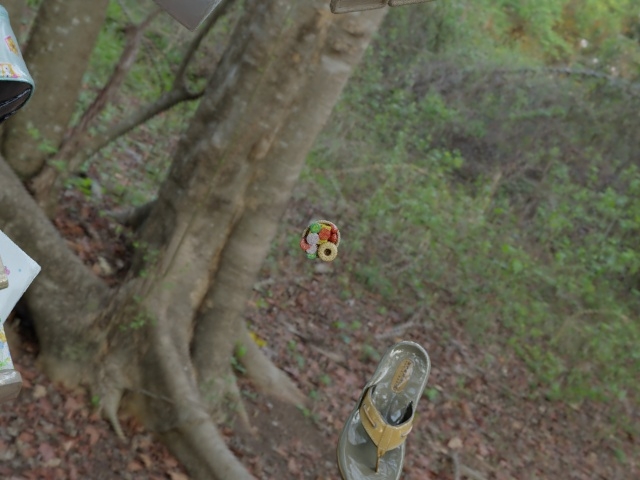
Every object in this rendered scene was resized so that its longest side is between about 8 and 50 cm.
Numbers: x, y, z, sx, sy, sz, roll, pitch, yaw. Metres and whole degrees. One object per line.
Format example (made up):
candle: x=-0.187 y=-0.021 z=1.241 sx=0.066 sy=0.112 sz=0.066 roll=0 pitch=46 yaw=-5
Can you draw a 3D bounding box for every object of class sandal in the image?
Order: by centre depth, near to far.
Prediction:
sandal: x=0.069 y=0.178 z=0.861 sx=0.072 sy=0.180 sz=0.049 roll=27 pitch=-26 yaw=-3

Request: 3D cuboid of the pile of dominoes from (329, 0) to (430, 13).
pile of dominoes: x=0.124 y=-0.284 z=0.742 sx=0.251 sy=0.040 sz=0.196 roll=-13 pitch=-18 yaw=-18

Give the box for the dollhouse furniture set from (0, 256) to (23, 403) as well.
dollhouse furniture set: x=-0.323 y=0.020 z=0.514 sx=0.242 sy=0.212 sz=0.161 roll=-16 pitch=-11 yaw=-27

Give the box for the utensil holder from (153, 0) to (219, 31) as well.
utensil holder: x=-0.211 y=-0.511 z=1.078 sx=0.385 sy=0.327 sz=0.327 roll=40 pitch=8 yaw=-15

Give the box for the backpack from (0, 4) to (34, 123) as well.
backpack: x=-0.353 y=-0.145 z=0.726 sx=0.188 sy=0.166 sz=0.144 roll=-11 pitch=79 yaw=-48

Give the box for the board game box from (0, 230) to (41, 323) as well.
board game box: x=-0.534 y=0.117 z=1.090 sx=0.097 sy=0.303 sz=0.224 roll=52 pitch=38 yaw=-31

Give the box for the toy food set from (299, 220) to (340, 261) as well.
toy food set: x=0.000 y=0.000 z=1.698 sx=0.083 sy=0.083 sz=0.020 roll=12 pitch=16 yaw=-20
